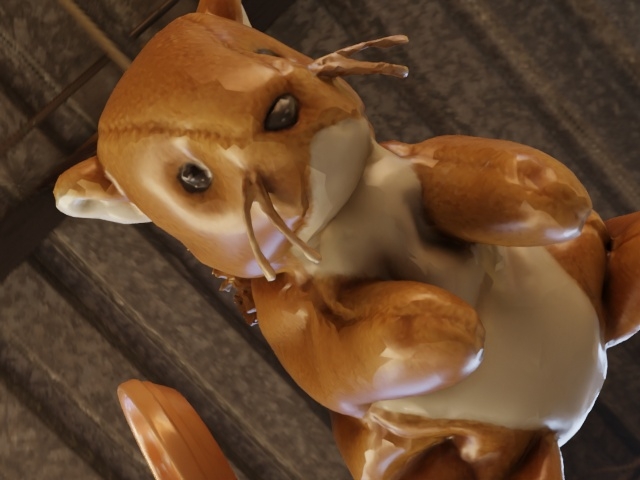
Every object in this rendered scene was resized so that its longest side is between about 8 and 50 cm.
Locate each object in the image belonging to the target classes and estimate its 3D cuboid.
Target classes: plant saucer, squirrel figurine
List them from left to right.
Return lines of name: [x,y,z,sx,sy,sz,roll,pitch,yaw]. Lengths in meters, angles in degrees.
plant saucer: [-0.087,0.186,0.810,0.037,0.200,0.200,-28,-80,-17]
squirrel figurine: [0.000,0.000,0.761,0.370,0.397,0.281,34,-96,-23]
